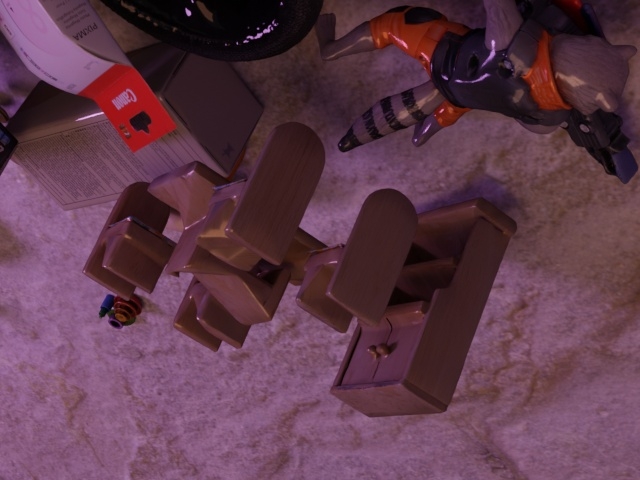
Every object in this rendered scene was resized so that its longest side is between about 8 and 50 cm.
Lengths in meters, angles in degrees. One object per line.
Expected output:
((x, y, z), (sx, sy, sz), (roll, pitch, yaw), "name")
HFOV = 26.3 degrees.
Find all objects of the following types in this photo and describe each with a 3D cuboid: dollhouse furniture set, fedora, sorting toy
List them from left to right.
((-0.325, 0.119, 2.191), (0.061, 0.042, 0.102), (30, 145, -7), "sorting toy")
((-0.123, -0.339, 1.370), (0.334, 0.152, 0.334), (21, 144, 16), "fedora")
((0.000, 0.000, 1.584), (0.394, 0.256, 0.362), (34, 155, -24), "dollhouse furniture set")

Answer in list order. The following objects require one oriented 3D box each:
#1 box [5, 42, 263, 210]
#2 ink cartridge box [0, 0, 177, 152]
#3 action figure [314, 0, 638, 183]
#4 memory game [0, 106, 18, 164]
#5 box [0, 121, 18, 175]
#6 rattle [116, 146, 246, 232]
((-0.241, -0.144, 1.726), (0.311, 0.121, 0.148), (-8, 133, 39), "box")
((-0.270, -0.195, 1.520), (0.232, 0.066, 0.189), (60, 158, -7), "ink cartridge box")
((0.189, -0.143, 1.421), (0.330, 0.178, 0.341), (-2, 134, 49), "action figure")
((-0.421, -0.137, 1.895), (0.186, 0.012, 0.186), (34, 161, 13), "memory game")
((-0.568, -0.186, 1.682), (0.257, 0.079, 0.322), (-4, 138, 39), "box")
((-0.191, -0.092, 1.814), (0.199, 0.130, 0.143), (32, 144, 42), "rattle")
